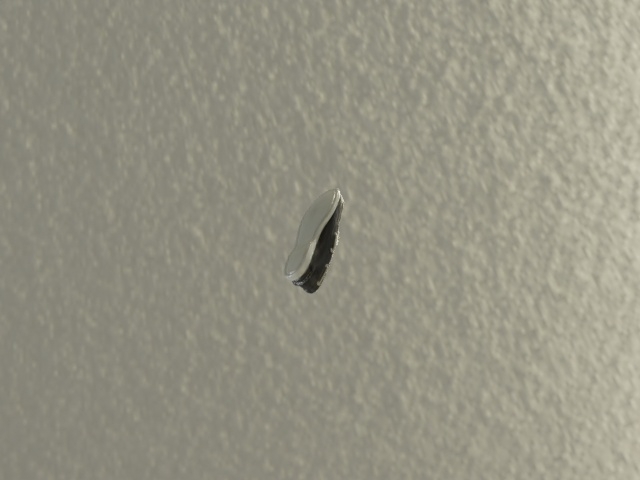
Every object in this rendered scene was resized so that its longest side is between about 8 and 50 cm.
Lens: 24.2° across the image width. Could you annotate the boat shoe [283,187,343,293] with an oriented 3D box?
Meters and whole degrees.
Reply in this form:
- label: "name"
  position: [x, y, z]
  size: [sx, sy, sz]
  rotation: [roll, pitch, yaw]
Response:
- label: "boat shoe"
  position: [0.000, 0.000, 1.573]
  size: [0.046, 0.125, 0.038]
  rotation: [-21, -53, 41]
